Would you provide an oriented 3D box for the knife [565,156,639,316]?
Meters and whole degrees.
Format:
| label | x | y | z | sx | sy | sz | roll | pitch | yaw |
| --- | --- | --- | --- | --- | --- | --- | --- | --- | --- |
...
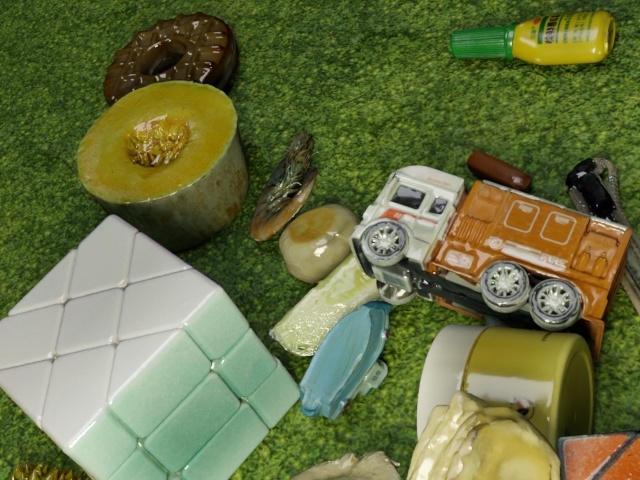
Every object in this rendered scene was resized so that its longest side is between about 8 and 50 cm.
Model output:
| label | x | y | z | sx | sy | sz | roll | pitch | yaw |
| --- | --- | --- | --- | --- | --- | --- | --- | --- | --- |
| knife | 0.467 | -0.009 | 1.585 | 0.089 | 0.043 | 0.365 | -24 | 46 | 10 |

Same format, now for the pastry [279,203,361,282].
| label | x | y | z | sx | sy | sz | roll | pitch | yaw |
| --- | --- | --- | --- | --- | --- | --- | --- | --- | --- |
| pastry | 0.000 | 0.000 | 1.791 | 0.157 | 0.092 | 0.156 | -16 | 38 | 13 |

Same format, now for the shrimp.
| label | x | y | z | sx | sy | sz | roll | pitch | yaw |
| --- | --- | --- | --- | --- | --- | --- | --- | --- | --- |
| shrimp | -0.045 | -0.117 | 1.904 | 0.169 | 0.058 | 0.296 | -22 | 36 | 46 |

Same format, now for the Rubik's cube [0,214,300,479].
| label | x | y | z | sx | sy | sz | roll | pitch | yaw |
| --- | --- | --- | --- | --- | --- | --- | --- | --- | --- |
| Rubik's cube | -0.281 | 0.209 | 1.599 | 0.319 | 0.316 | 0.322 | 29 | 71 | 41 |

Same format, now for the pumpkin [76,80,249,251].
| label | x | y | z | sx | sy | sz | roll | pitch | yaw |
| --- | --- | --- | --- | --- | --- | --- | --- | --- | --- |
| pumpkin | -0.293 | -0.139 | 2.008 | 0.333 | 0.199 | 0.332 | -9 | 52 | 11 |

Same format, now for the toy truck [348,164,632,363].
| label | x | y | z | sx | sy | sz | roll | pitch | yaw |
| --- | --- | --- | --- | --- | --- | --- | --- | --- | --- |
| toy truck | 0.251 | 0.021 | 1.511 | 0.388 | 0.173 | 0.206 | 20 | 69 | 20 |

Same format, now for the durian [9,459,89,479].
| label | x | y | z | sx | sy | sz | roll | pitch | yaw |
| --- | --- | --- | --- | --- | --- | --- | --- | --- | --- |
| durian | -0.423 | 0.461 | 1.578 | 0.166 | 0.172 | 0.306 | -44 | 49 | 22 |

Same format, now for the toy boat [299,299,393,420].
| label | x | y | z | sx | sy | sz | roll | pitch | yaw |
| --- | --- | --- | --- | --- | --- | --- | --- | --- | --- |
| toy boat | 0.051 | 0.188 | 1.590 | 0.088 | 0.102 | 0.215 | 25 | 82 | 38 |

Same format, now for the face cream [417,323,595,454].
| label | x | y | z | sx | sy | sz | roll | pitch | yaw |
| --- | --- | --- | --- | --- | --- | --- | --- | --- | --- |
| face cream | 0.253 | 0.225 | 1.368 | 0.179 | 0.218 | 0.218 | 2 | 54 | 28 |

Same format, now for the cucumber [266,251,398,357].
| label | x | y | z | sx | sy | sz | roll | pitch | yaw |
| --- | --- | --- | --- | --- | --- | --- | --- | --- | --- |
| cucumber | 0.064 | 0.080 | 1.683 | 0.325 | 0.105 | 0.145 | -41 | 78 | -8 |

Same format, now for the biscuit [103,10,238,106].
| label | x | y | z | sx | sy | sz | roll | pitch | yaw |
| --- | --- | --- | --- | --- | --- | --- | --- | --- | --- |
| biscuit | -0.337 | -0.379 | 2.288 | 0.332 | 0.103 | 0.332 | -15 | 48 | 17 |

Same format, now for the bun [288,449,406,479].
| label | x | y | z | sx | sy | sz | roll | pitch | yaw |
| --- | --- | --- | --- | --- | --- | --- | --- | --- | --- |
| bun | 0.010 | 0.413 | 1.298 | 0.205 | 0.281 | 0.281 | 4 | 54 | 22 |

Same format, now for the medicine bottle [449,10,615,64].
| label | x | y | z | sx | sy | sz | roll | pitch | yaw |
| --- | --- | --- | --- | --- | --- | --- | --- | --- | --- |
| medicine bottle | 0.392 | -0.373 | 1.918 | 0.309 | 0.076 | 0.111 | 2 | 52 | 30 |

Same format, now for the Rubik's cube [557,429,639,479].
| label | x | y | z | sx | sy | sz | roll | pitch | yaw |
| --- | --- | --- | --- | --- | --- | --- | --- | --- | --- |
| Rubik's cube | 0.398 | 0.353 | 1.192 | 0.207 | 0.205 | 0.205 | -10 | 49 | 18 |

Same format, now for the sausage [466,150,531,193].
| label | x | y | z | sx | sy | sz | roll | pitch | yaw |
| --- | --- | --- | --- | --- | --- | --- | --- | --- | --- |
| sausage | 0.308 | -0.115 | 1.760 | 0.039 | 0.041 | 0.131 | -40 | 45 | -16 |

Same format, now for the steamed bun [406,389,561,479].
| label | x | y | z | sx | sy | sz | roll | pitch | yaw |
| --- | --- | --- | --- | --- | --- | --- | --- | --- | --- |
| steamed bun | 0.170 | 0.395 | 1.179 | 0.189 | 0.247 | 0.427 | 172 | 111 | -70 |
